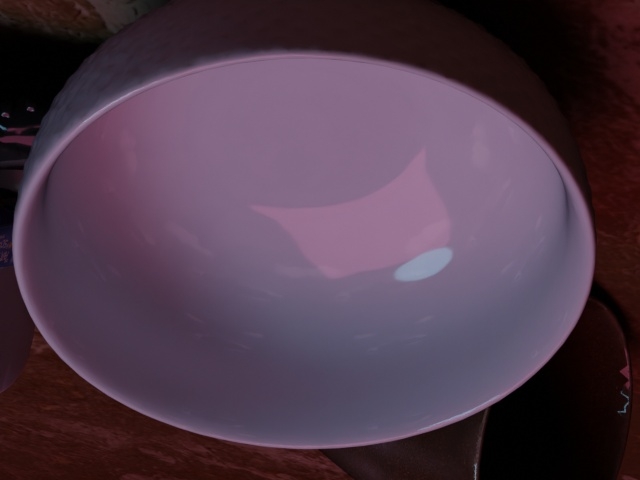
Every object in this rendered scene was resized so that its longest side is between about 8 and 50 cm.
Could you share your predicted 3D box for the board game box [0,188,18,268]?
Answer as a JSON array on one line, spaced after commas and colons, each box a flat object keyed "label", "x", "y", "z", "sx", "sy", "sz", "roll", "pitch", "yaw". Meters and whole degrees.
[{"label": "board game box", "x": -0.254, "y": -0.029, "z": 1.156, "sx": 0.136, "sy": 0.035, "sz": 0.201, "roll": 27, "pitch": -171, "yaw": 10}]

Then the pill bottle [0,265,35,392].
[{"label": "pill bottle", "x": -0.387, "y": 0.060, "z": 1.435, "sx": 0.265, "sy": 0.153, "sz": 0.153, "roll": 3, "pitch": 155, "yaw": 20}]

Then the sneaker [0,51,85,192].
[{"label": "sneaker", "x": -0.173, "y": -0.090, "z": 1.097, "sx": 0.283, "sy": 0.107, "sz": 0.124, "roll": 22, "pitch": 140, "yaw": -29}]

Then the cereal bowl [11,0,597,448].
[{"label": "cereal bowl", "x": -0.010, "y": -0.028, "z": 1.010, "sx": 0.339, "sy": 0.141, "sz": 0.339, "roll": 0, "pitch": 137, "yaw": 0}]

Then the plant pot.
[{"label": "plant pot", "x": 0.089, "y": 0.128, "z": 1.328, "sx": 0.230, "sy": 0.215, "sz": 0.215, "roll": 11, "pitch": 160, "yaw": 38}]
